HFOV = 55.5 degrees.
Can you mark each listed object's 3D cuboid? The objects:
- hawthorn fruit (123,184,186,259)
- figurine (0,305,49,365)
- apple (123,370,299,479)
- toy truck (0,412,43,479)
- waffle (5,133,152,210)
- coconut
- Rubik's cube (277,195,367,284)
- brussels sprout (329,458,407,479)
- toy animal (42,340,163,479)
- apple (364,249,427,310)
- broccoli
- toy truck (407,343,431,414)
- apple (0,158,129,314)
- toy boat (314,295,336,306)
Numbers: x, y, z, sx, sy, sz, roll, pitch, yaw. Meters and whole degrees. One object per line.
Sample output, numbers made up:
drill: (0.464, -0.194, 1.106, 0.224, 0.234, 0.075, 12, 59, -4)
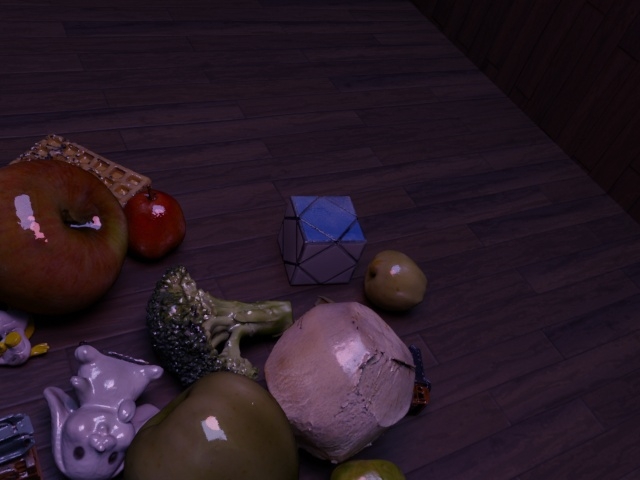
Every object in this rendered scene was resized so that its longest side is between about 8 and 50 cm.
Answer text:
hawthorn fruit: (-0.489, -0.067, 1.764, 0.197, 0.225, 0.196, 5, 36, -4)
figurine: (-0.756, 0.224, 1.492, 0.130, 0.109, 0.178, 7, 38, -52)
apple: (-0.216, 0.461, 1.270, 0.358, 0.357, 0.357, 10, 45, -10)
toy truck: (-0.742, 0.453, 1.194, 0.338, 0.184, 0.133, -12, 52, -29)
waffle: (-0.741, -0.159, 1.844, 0.376, 0.114, 0.261, 25, 47, 5)
coconut: (0.034, 0.349, 1.478, 0.346, 0.360, 0.346, 41, 15, -14)
Rubik's cube: (0.000, 0.000, 1.886, 0.205, 0.207, 0.205, 0, 46, -21)
brussels sprout: (0.111, 0.599, 1.376, 0.223, 0.161, 0.223, 14, 43, -14)
toy animal: (-0.500, 0.384, 1.363, 0.249, 0.174, 0.289, 35, 43, -2)
apple: (0.224, 0.127, 1.863, 0.200, 0.200, 0.200, 10, 45, -10)
broccoli: (-0.276, 0.200, 1.598, 0.353, 0.275, 0.397, 49, 40, -2)
toy truck: (0.245, 0.386, 1.689, 0.092, 0.083, 0.192, 14, 43, -15)
apple: (-0.691, -0.004, 1.534, 0.400, 0.334, 0.400, 30, 48, -40)
toy boat: (0.030, 0.231, 1.774, 0.066, 0.065, 0.172, 3, 40, -35)
